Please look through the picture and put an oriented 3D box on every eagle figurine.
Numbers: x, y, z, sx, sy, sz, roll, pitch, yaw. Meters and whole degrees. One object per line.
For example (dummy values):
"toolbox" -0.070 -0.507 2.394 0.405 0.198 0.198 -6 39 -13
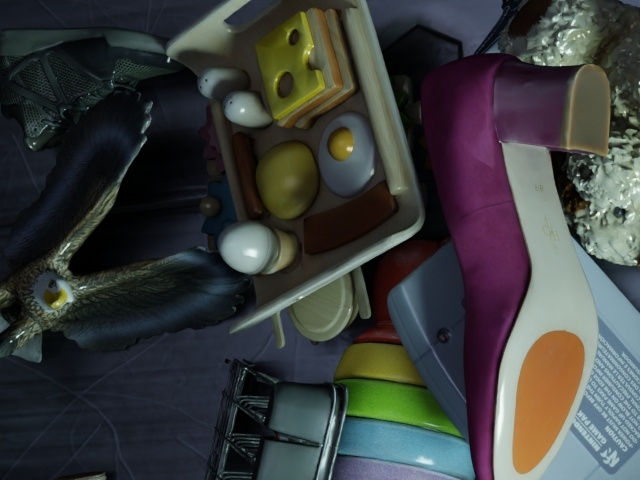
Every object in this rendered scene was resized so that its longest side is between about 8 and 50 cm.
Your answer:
"eagle figurine" -0.242 0.027 1.639 0.298 0.226 0.225 -34 45 -7

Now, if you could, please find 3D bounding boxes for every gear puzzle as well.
"gear puzzle" 0.019 -0.073 1.597 0.339 0.044 0.175 -5 82 31

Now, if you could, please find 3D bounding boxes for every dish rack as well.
"dish rack" -0.058 0.214 1.537 0.074 0.271 0.208 14 89 -14

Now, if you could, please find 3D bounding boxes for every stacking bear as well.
"stacking bear" 0.086 0.140 1.529 0.164 0.175 0.289 16 75 -17

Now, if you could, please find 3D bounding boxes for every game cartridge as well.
"game cartridge" 0.203 0.115 1.467 0.196 0.060 0.294 -38 86 -29

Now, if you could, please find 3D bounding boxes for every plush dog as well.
"plush dog" 0.287 -0.088 1.497 0.262 0.211 0.225 33 112 45

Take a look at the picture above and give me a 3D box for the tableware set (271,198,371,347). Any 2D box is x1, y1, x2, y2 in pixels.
"tableware set" 0.000 0.000 1.561 0.128 0.039 0.194 -21 71 41

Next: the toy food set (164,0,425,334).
"toy food set" -0.039 -0.092 1.515 0.220 0.092 0.306 -31 65 39

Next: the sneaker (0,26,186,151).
"sneaker" -0.235 -0.154 1.710 0.227 0.087 0.130 0 86 22

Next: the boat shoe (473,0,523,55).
"boat shoe" 0.197 -0.234 1.585 0.183 0.065 0.083 -43 70 4

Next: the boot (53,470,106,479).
"boot" -0.267 0.286 1.698 0.118 0.042 0.087 -11 87 18

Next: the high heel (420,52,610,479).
"high heel" 0.142 0.027 1.427 0.181 0.127 0.377 5 80 45
